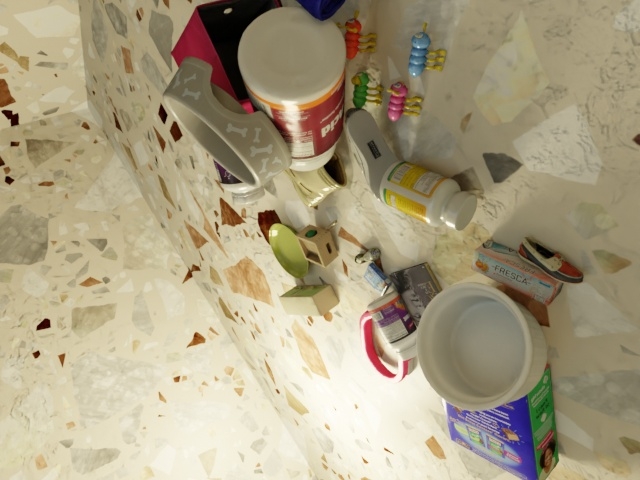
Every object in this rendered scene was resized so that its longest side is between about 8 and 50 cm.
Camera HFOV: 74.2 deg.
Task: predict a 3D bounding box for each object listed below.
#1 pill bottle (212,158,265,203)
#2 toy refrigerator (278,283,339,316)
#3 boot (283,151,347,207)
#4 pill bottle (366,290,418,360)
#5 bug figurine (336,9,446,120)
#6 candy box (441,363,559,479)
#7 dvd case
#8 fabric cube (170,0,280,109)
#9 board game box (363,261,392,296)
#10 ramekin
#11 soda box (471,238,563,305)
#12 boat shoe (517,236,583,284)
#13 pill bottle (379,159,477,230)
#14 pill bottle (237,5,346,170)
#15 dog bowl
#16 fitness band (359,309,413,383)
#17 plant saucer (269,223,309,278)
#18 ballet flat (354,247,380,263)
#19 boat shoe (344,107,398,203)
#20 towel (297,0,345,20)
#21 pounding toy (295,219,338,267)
[{"bbox_3d":[-0.297,-0.303,1.529,0.181,0.181,0.323,19,130,46],"label":"pill bottle"},{"bbox_3d":[-0.054,0.235,1.691,0.269,0.102,0.094,-12,105,57],"label":"toy refrigerator"},{"bbox_3d":[-0.038,-0.245,1.301,0.262,0.095,0.203,60,148,-3],"label":"boot"},{"bbox_3d":[0.233,0.263,1.301,0.194,0.108,0.108,62,148,4],"label":"pill bottle"},{"bbox_3d":[0.140,-0.391,0.966,0.278,0.072,0.217,32,138,36],"label":"bug figurine"},{"bbox_3d":[0.464,0.442,1.130,0.268,0.122,0.318,11,124,51],"label":"candy box"},{"bbox_3d":[0.305,0.179,1.236,0.222,0.018,0.164,60,148,-1],"label":"dvd case"},{"bbox_3d":[-0.236,-0.506,1.224,0.258,0.254,0.259,-7,109,57],"label":"fabric cube"},{"bbox_3d":[0.180,0.125,1.349,0.090,0.020,0.090,47,156,20],"label":"board game box"},{"bbox_3d":[0.374,0.244,0.982,0.277,0.135,0.278,-20,63,45],"label":"ramekin"},{"bbox_3d":[0.432,0.067,0.933,0.183,0.062,0.058,30,137,37],"label":"soda box"},{"bbox_3d":[0.475,0.041,0.873,0.137,0.049,0.043,39,140,38],"label":"boat shoe"},{"bbox_3d":[0.252,-0.103,0.997,0.208,0.117,0.118,31,138,37],"label":"pill bottle"},{"bbox_3d":[-0.052,-0.332,1.028,0.224,0.224,0.392,52,173,12],"label":"pill bottle"},{"bbox_3d":[-0.232,-0.268,1.033,0.348,0.102,0.349,39,169,9],"label":"dog bowl"},{"bbox_3d":[0.221,0.364,1.462,0.208,0.054,0.291,25,132,43],"label":"fitness band"},{"bbox_3d":[-0.117,0.036,1.683,0.240,0.037,0.241,34,139,36],"label":"plant saucer"},{"bbox_3d":[0.145,0.054,1.337,0.114,0.041,0.041,-25,94,57],"label":"ballet flat"},{"bbox_3d":[0.132,-0.217,1.091,0.268,0.096,0.088,54,-172,-28],"label":"boat shoe"},{"bbox_3d":[-0.015,-0.610,0.871,0.308,0.227,0.076,47,172,21],"label":"towel"},{"bbox_3d":[0.000,0.000,1.459,0.130,0.100,0.141,20,141,46],"label":"pounding toy"}]
